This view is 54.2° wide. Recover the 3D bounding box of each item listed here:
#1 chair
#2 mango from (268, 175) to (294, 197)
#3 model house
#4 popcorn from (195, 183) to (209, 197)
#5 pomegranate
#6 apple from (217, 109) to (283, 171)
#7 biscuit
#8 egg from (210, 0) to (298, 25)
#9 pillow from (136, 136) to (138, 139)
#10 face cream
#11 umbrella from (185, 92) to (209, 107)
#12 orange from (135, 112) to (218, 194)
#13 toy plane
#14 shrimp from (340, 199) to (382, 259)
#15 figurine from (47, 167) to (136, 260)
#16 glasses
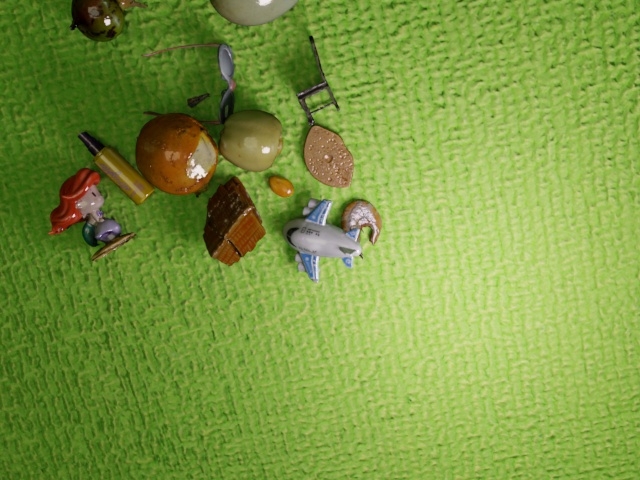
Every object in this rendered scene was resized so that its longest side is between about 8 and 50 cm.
[{"bbox_3d":[-0.027,-0.467,1.833,0.113,0.106,0.229,-24,102,5],"label":"chair"},{"bbox_3d":[-0.124,-0.170,1.946,0.089,0.046,0.060,38,101,5],"label":"mango"},{"bbox_3d":[-0.275,-0.052,1.890,0.199,0.229,0.219,-38,100,5],"label":"model house"},{"bbox_3d":[-0.385,-0.165,1.941,0.084,0.084,0.084,0,105,1],"label":"popcorn"},{"bbox_3d":[-0.605,-0.659,1.774,0.220,0.156,0.156,-28,103,4],"label":"pomegranate"},{"bbox_3d":[-0.200,-0.296,1.840,0.200,0.200,0.200,0,105,1],"label":"apple"},{"bbox_3d":[0.022,-0.252,1.927,0.142,0.029,0.221,-33,102,8],"label":"biscuit"},{"bbox_3d":[-0.166,-0.710,1.715,0.295,0.218,0.218,-18,104,-7],"label":"egg"},{"bbox_3d":[-0.459,-0.274,1.928,0.203,0.038,0.113,-6,105,2],"label":"pillow"},{"bbox_3d":[-0.634,-0.229,1.923,0.078,0.078,0.273,-42,100,11],"label":"face cream"},{"bbox_3d":[-0.375,-0.426,1.896,0.083,0.020,0.031,-27,64,8],"label":"umbrella"},{"bbox_3d":[-0.410,-0.248,1.794,0.240,0.240,0.240,0,105,1],"label":"orange"},{"bbox_3d":[0.002,-0.001,1.928,0.267,0.122,0.267,5,101,24],"label":"toy plane"},{"bbox_3d":[0.131,-0.034,1.971,0.132,0.051,0.187,-1,102,2],"label":"shrimp"},{"bbox_3d":[-0.720,-0.072,1.924,0.208,0.181,0.257,-29,96,38],"label":"figurine"},{"bbox_3d":[-0.384,-0.466,1.854,0.268,0.118,0.234,5,107,10],"label":"glasses"}]
